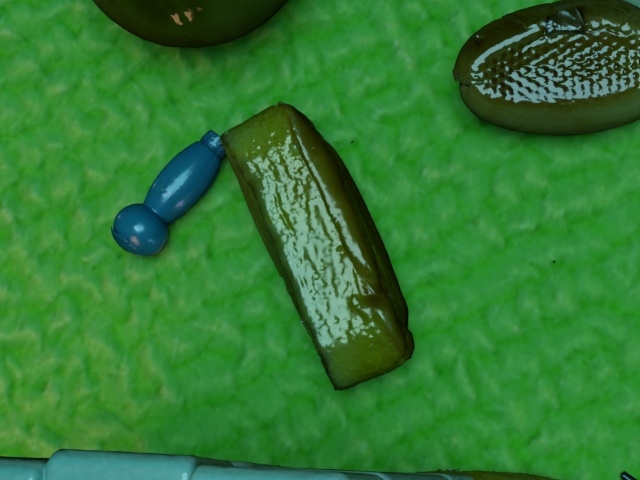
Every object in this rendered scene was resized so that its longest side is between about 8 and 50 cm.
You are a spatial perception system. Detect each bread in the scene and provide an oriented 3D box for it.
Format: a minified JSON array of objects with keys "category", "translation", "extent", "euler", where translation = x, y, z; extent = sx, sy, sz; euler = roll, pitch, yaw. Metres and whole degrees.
[{"category":"bread","translation":[0.205,-0.146,1.123],"extent":[0.189,0.077,0.114],"euler":[-4,101,3]},{"category":"bread","translation":[0.000,0.000,1.102],"extent":[0.094,0.102,0.245],"euler":[-25,79,2]}]

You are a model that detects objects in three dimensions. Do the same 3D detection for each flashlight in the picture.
[{"category":"flashlight","translation":[-0.128,-0.041,1.143],"extent":[0.051,0.051,0.129],"euler":[38,85,9]}]

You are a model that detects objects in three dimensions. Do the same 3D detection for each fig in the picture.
[{"category":"fig","translation":[-0.123,-0.262,1.093],"extent":[0.207,0.230,0.207],"euler":[9,103,42]}]

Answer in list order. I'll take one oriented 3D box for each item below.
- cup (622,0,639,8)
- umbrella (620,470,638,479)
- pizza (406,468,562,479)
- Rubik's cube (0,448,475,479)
[{"category":"cup","translation":[0.357,-0.288,1.083],"extent":[0.255,0.173,0.202],"euler":[-28,79,-1]},{"category":"umbrella","translation":[0.355,0.271,1.066],"extent":[0.269,0.044,0.044],"euler":[32,57,9]},{"category":"pizza","translation":[0.136,0.271,1.062],"extent":[0.204,0.080,0.188],"euler":[-11,82,2]},{"category":"Rubik's cube","translation":[-0.078,0.311,0.917],"extent":[0.316,0.319,0.322],"euler":[-3,79,21]}]
